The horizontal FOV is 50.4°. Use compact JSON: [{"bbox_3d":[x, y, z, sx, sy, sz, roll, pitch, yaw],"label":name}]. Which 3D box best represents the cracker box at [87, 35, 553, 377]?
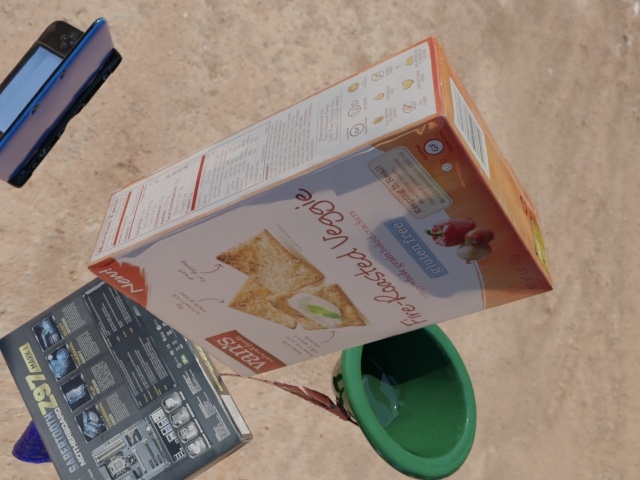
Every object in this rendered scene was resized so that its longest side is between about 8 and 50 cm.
[{"bbox_3d":[0.000,0.000,0.414,0.156,0.232,0.067,45,36,-39],"label":"cracker box"}]

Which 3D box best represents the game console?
[{"bbox_3d":[-0.478,-0.250,1.106,0.293,0.250,0.173,-55,157,-9],"label":"game console"}]

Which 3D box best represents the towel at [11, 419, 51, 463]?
[{"bbox_3d":[-0.549,0.397,1.590,0.076,0.308,0.227,45,19,29],"label":"towel"}]

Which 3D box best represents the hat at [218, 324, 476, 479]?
[{"bbox_3d":[0.035,0.170,0.737,0.173,0.183,0.209,-33,89,-46],"label":"hat"}]

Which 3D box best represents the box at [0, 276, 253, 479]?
[{"bbox_3d":[-0.206,0.157,0.715,0.183,0.059,0.233,-33,74,-1],"label":"box"}]
